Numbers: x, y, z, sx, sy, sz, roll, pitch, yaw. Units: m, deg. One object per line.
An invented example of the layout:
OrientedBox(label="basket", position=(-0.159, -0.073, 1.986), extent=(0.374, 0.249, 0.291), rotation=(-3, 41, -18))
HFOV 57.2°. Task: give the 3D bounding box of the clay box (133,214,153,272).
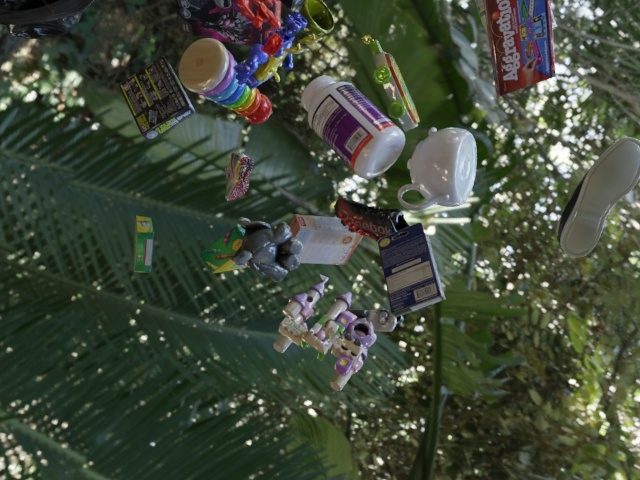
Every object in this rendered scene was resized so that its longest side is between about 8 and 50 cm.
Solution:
OrientedBox(label="clay box", position=(-0.546, 0.005, 1.807), extent=(0.222, 0.053, 0.127), rotation=(-136, -128, -67))

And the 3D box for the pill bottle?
OrientedBox(label="pill bottle", position=(0.088, -0.345, 1.748), extent=(0.323, 0.182, 0.181), rotation=(49, -64, 22))

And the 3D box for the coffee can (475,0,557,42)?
OrientedBox(label="coffee can", position=(0.571, -0.736, 1.771), extent=(0.202, 0.275, 0.201), rotation=(-20, -172, 3))

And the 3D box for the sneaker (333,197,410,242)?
OrientedBox(label="sneaker", position=(0.168, -0.057, 1.711), extent=(0.098, 0.276, 0.135), rotation=(-41, 163, -49))

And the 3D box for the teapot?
OrientedBox(label="teapot", position=(0.349, -0.218, 1.768), extent=(0.187, 0.256, 0.252), rotation=(8, -80, 29))

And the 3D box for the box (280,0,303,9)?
OrientedBox(label="box", position=(-0.119, -0.832, 1.805), extent=(0.077, 0.180, 0.147), rotation=(-45, 175, -21))

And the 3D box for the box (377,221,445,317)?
OrientedBox(label="box", position=(0.226, 0.071, 1.493), extent=(0.137, 0.036, 0.225), rotation=(-24, -127, 22))

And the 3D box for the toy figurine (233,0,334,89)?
OrientedBox(label="toy figurine", position=(-0.127, -0.450, 1.333), extent=(0.217, 0.191, 0.362), rotation=(-42, -169, 34))

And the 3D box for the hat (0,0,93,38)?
OrientedBox(label="hat", position=(-0.682, -0.568, 1.409), extent=(0.134, 0.332, 0.331), rotation=(102, 0, -57))

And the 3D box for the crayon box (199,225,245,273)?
OrientedBox(label="crayon box", position=(-0.267, 0.026, 1.996), extent=(0.165, 0.081, 0.278), rotation=(-36, 172, 15))

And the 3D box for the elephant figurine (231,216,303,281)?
OrientedBox(label="elephant figurine", position=(-0.168, 0.010, 1.602), extent=(0.169, 0.186, 0.239), rotation=(-49, -144, -8))

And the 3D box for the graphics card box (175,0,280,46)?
OrientedBox(label="graphics card box", position=(-0.332, -0.829, 2.118), extent=(0.232, 0.371, 0.094), rotation=(104, -2, -63))

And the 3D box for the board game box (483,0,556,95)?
OrientedBox(label="board game box", position=(0.462, -0.488, 1.362), extent=(0.145, 0.281, 0.027), rotation=(-18, -145, 5))

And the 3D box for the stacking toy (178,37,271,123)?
OrientedBox(label="stacking toy", position=(-0.228, -0.405, 1.583), extent=(0.141, 0.330, 0.141), rotation=(-5, -103, 24))

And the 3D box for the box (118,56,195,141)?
OrientedBox(label="box", position=(-0.630, -0.545, 2.256), extent=(0.216, 0.060, 0.270), rotation=(-32, -111, 3))

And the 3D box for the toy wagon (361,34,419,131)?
OrientedBox(label="toy wagon", position=(0.234, -0.529, 1.953), extent=(0.068, 0.344, 0.267), rotation=(-22, -173, 17))

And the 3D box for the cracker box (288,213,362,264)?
OrientedBox(label="cracker box", position=(0.000, 0.000, 1.838), extent=(0.155, 0.232, 0.067), rotation=(-58, -140, 39))

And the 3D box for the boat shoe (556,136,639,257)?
OrientedBox(label="boat shoe", position=(0.652, -0.108, 1.399), extent=(0.302, 0.114, 0.091), rotation=(-62, -178, 17))

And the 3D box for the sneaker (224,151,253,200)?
OrientedBox(label="sneaker", position=(-0.331, -0.251, 2.306), extent=(0.093, 0.088, 0.225), rotation=(42, -51, 23))

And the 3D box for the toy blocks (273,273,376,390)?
OrientedBox(label="toy blocks", position=(0.047, 0.246, 1.819), extent=(0.260, 0.289, 0.309), rotation=(-47, 161, -36))

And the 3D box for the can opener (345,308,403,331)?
OrientedBox(label="can opener", position=(0.156, 0.290, 2.112), extent=(0.281, 0.093, 0.074), rotation=(-1, -115, 32))
